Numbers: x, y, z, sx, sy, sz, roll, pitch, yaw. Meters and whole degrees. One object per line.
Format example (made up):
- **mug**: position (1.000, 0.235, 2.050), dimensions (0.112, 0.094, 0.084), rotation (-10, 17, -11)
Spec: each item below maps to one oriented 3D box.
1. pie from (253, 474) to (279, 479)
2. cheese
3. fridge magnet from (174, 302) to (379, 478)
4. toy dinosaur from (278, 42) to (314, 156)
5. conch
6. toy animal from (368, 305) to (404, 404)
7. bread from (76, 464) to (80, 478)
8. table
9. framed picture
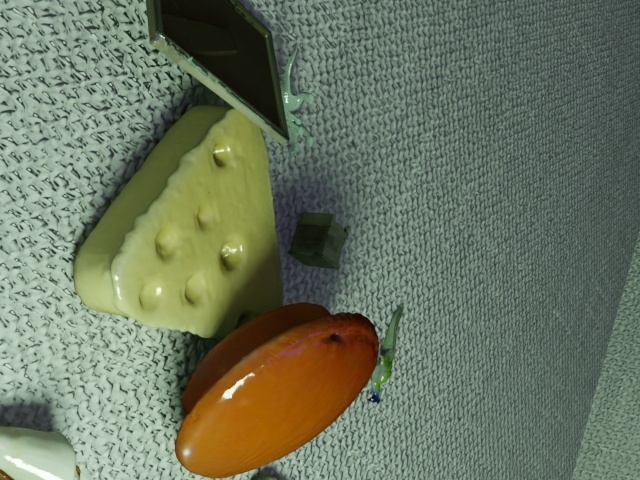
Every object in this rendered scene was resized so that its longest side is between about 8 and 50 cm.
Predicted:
- **pie**: position (-0.100, 0.514, 1.642), dimensions (0.195, 0.046, 0.195), rotation (-10, 102, -54)
- **cheese**: position (-0.205, 0.012, 1.364), dimensions (0.384, 0.104, 0.384), rotation (-13, 106, -54)
- **fridge magnet**: position (-0.068, 0.231, 1.431), dimensions (0.363, 0.155, 0.363), rotation (-29, 152, -17)
- **toy dinosaur**: position (-0.052, -0.232, 1.543), dimensions (0.039, 0.082, 0.209), rotation (-34, 141, -38)
- **conch**: position (-0.384, 0.288, 1.179), dimensions (0.104, 0.094, 0.176), rotation (-45, 140, 15)
- **toy animal**: position (0.130, 0.226, 1.915), dimensions (0.075, 0.041, 0.217), rotation (39, 61, -51)
- **bread**: position (-0.366, 0.374, 1.256), dimensions (0.052, 0.044, 0.157), rotation (27, 74, -55)
- **table**: position (0.000, 0.000, 1.664), dimensions (0.062, 0.079, 0.083), rotation (36, 65, -49)
- **framed picture**: position (-0.151, -0.300, 1.365), dimensions (0.315, 0.024, 0.232), rotation (35, 37, -51)
